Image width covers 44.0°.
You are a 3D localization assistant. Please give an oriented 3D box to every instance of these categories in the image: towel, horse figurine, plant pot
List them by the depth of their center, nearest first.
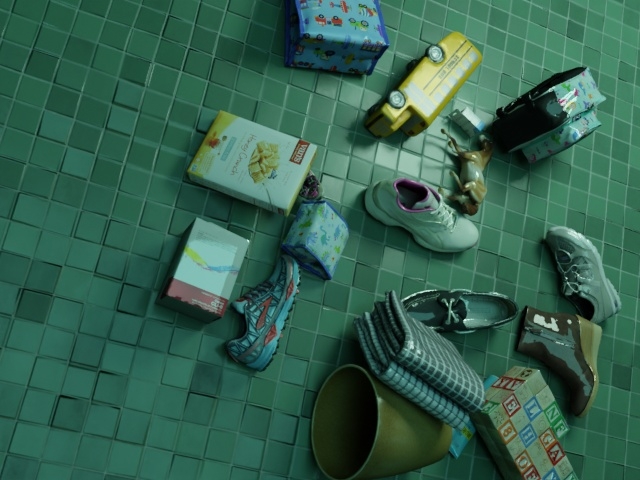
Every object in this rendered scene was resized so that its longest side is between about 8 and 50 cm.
[{"bbox_3d":[0.149,0.402,1.684,0.254,0.237,0.237,16,72,-30],"label":"plant pot"},{"bbox_3d":[0.212,0.246,1.688,0.235,0.284,0.121,34,103,-18],"label":"towel"},{"bbox_3d":[0.364,-0.162,1.960,0.174,0.066,0.263,26,57,-37],"label":"horse figurine"}]

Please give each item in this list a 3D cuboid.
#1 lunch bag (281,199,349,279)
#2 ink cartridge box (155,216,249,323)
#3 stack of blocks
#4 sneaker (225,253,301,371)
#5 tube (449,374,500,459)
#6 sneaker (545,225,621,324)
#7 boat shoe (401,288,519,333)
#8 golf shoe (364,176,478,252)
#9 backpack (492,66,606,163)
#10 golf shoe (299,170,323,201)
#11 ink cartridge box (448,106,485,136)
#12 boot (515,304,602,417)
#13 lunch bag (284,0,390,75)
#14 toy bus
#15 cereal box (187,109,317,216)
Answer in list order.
[{"bbox_3d":[0.000,0.000,1.779,0.151,0.096,0.129,42,63,-40],"label":"lunch bag"},{"bbox_3d":[-0.245,0.064,1.646,0.127,0.128,0.176,23,71,-15],"label":"ink cartridge box"},{"bbox_3d":[0.483,0.462,1.828,0.171,0.087,0.297,-34,102,-23],"label":"stack of blocks"},{"bbox_3d":[-0.126,0.139,1.690,0.125,0.104,0.262,23,70,-13],"label":"sneaker"},{"bbox_3d":[0.353,0.405,1.847,0.080,0.052,0.207,45,70,0],"label":"tube"},{"bbox_3d":[0.653,0.091,2.004,0.115,0.105,0.281,-35,92,-25],"label":"sneaker"},{"bbox_3d":[0.322,0.163,1.864,0.302,0.091,0.114,-5,81,-22],"label":"boat shoe"},{"bbox_3d":[0.256,-0.059,1.868,0.306,0.140,0.115,22,69,-17],"label":"golf shoe"},{"bbox_3d":[0.599,-0.327,2.020,0.253,0.225,0.191,-39,97,-34],"label":"backpack"},{"bbox_3d":[-0.062,-0.159,1.811,0.067,0.086,0.186,-39,74,4],"label":"golf shoe"},{"bbox_3d":[0.373,-0.308,2.020,0.083,0.048,0.028,43,66,-8],"label":"ink cartridge box"},{"bbox_3d":[0.578,0.297,1.955,0.206,0.090,0.249,13,76,-4],"label":"boot"},{"bbox_3d":[0.029,-0.567,1.916,0.220,0.138,0.293,3,67,-18],"label":"lunch bag"},{"bbox_3d":[0.254,-0.374,1.958,0.130,0.108,0.333,43,66,-9],"label":"toy bus"},{"bbox_3d":[-0.147,-0.171,1.740,0.240,0.047,0.173,20,68,9],"label":"cereal box"}]
